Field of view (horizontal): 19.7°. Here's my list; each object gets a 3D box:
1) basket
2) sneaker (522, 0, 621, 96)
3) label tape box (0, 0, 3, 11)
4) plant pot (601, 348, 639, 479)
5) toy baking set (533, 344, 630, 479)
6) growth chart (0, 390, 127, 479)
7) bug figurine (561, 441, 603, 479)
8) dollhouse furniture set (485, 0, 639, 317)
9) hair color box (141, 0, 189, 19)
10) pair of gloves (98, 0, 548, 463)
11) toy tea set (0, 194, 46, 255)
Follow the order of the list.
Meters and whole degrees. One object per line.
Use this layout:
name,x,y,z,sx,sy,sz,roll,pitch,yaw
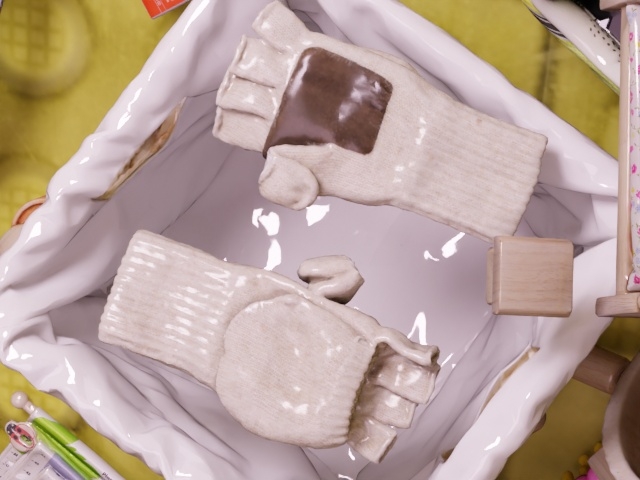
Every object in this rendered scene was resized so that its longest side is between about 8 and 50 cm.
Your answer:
basket,0.002,0.020,1.248,0.331,0.266,0.328,37,90,3
sneaker,0.153,-0.245,1.211,0.385,0.147,0.145,47,121,0
label tape box,-0.372,-0.241,1.439,0.333,0.106,0.241,25,117,10
plant pot,0.401,0.189,1.214,0.334,0.334,0.305,-19,113,27
toy baking set,0.141,0.153,1.378,0.256,0.030,0.197,28,89,35
growth chart,-0.247,0.262,1.641,0.172,0.021,0.237,35,119,4
bug figurine,0.197,0.277,1.368,0.216,0.072,0.279,-49,56,11
dollhouse furniture set,0.286,-0.105,1.050,0.355,0.174,0.303,1,87,-19
hair color box,-0.065,-0.216,1.350,0.141,0.072,0.043,-23,101,26
pair of gloves,0.000,0.000,1.098,0.204,0.042,0.240,29,89,4
toy tea set,-0.102,0.061,1.444,0.336,0.124,0.200,7,113,18
